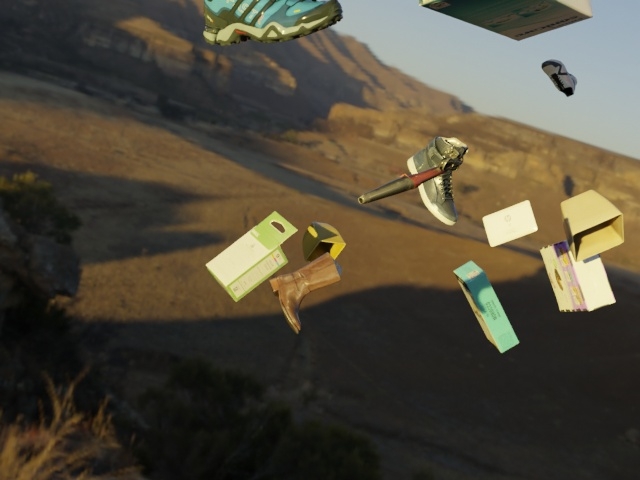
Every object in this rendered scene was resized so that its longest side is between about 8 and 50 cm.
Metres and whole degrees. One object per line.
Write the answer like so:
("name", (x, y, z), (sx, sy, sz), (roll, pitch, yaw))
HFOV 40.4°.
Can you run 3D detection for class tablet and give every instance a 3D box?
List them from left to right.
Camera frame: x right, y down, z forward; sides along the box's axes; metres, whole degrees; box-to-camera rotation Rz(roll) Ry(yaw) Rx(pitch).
("tablet", (0.310, -0.028, 1.426), (0.083, 0.054, 0.006), (-22, -20, 26))

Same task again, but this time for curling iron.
("curling iron", (0.179, -0.126, 1.716), (0.274, 0.068, 0.035), (-23, 57, -30))

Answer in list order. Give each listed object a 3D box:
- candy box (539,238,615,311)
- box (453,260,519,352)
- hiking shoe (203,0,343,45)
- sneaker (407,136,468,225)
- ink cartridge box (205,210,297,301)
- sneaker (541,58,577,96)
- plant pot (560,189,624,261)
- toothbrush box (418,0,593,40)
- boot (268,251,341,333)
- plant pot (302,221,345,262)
("candy box", (0.589, 0.077, 2.011), (0.070, 0.165, 0.196), (-18, -4, -4))
("box", (0.451, 0.180, 2.366), (0.244, 0.060, 0.100), (60, -2, -22))
("hiking shoe", (-0.104, -0.446, 1.648), (0.304, 0.132, 0.113), (1, 22, 26))
("sneaker", (0.336, -0.168, 2.296), (0.086, 0.163, 0.226), (-4, 62, -47))
("ink cartridge box", (-0.148, 0.036, 2.004), (0.109, 0.209, 0.062), (39, -16, 48))
("sneaker", (0.519, -0.352, 1.883), (0.109, 0.044, 0.040), (29, -33, -29))
("plant pot", (0.552, -0.038, 1.797), (0.109, 0.109, 0.096), (62, 6, -52))
("toothbrush box", (0.243, -0.409, 1.169), (0.126, 0.216, 0.295), (-11, -4, 38))
("boot", (-0.010, 0.079, 1.341), (0.037, 0.114, 0.106), (83, -18, -62))
("plant pot", (0.000, 0.000, 2.186), (0.081, 0.081, 0.083), (7, 45, -34))
